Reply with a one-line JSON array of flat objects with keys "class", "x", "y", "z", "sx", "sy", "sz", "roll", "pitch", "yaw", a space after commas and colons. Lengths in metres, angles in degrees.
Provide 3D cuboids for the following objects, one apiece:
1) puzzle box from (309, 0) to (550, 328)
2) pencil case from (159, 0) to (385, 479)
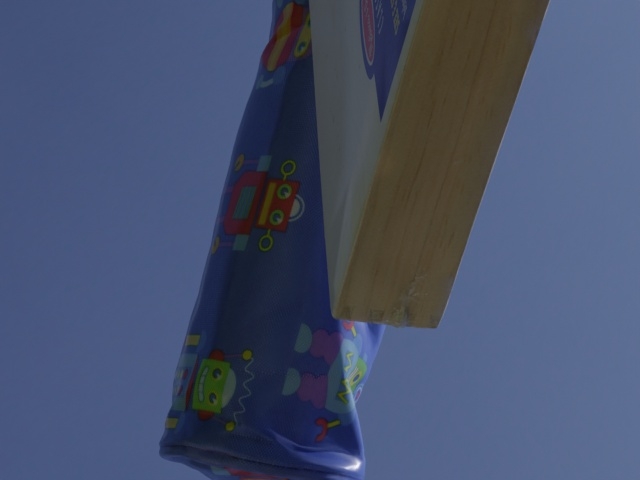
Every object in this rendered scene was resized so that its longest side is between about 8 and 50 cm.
[{"class": "puzzle box", "x": 0.046, "y": -0.190, "z": 0.885, "sx": 0.052, "sy": 0.409, "sz": 0.272, "roll": 8, "pitch": -50, "yaw": -10}, {"class": "pencil case", "x": 0.000, "y": 0.000, "z": 1.077, "sx": 0.119, "sy": 0.133, "sz": 0.306, "roll": 5, "pitch": -105, "yaw": 40}]
